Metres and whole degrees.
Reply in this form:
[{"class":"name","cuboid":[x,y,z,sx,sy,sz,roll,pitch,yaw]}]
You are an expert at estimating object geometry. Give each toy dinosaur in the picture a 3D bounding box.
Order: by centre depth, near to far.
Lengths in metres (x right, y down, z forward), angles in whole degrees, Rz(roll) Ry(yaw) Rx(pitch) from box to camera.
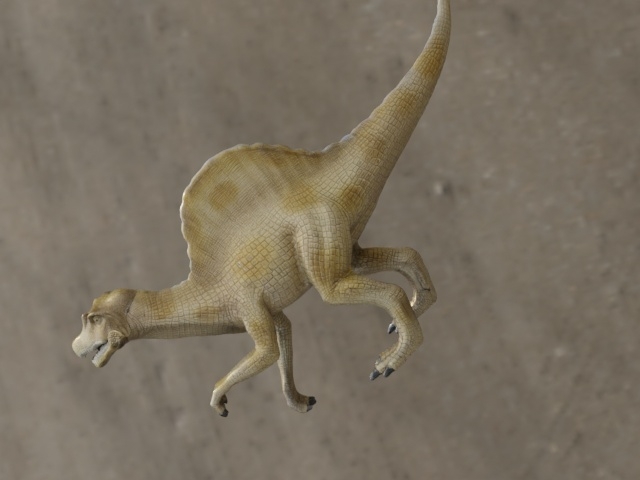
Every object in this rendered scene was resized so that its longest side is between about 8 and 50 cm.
[{"class":"toy dinosaur","cuboid":[0.000,0.000,0.622,0.092,0.183,0.053,50,180,-10]}]
